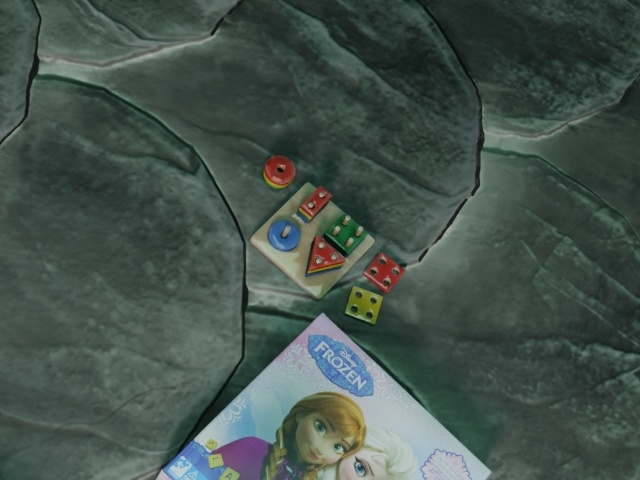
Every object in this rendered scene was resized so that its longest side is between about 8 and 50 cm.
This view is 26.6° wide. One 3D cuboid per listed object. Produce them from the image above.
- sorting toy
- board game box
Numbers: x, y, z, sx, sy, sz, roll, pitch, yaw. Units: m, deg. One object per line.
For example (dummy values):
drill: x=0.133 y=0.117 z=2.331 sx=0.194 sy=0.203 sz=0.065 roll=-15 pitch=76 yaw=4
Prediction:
sorting toy: x=0.000 y=0.000 z=1.931 sx=0.274 sy=0.046 sz=0.132 roll=42 pitch=63 yaw=6
board game box: x=0.008 y=0.310 z=1.779 sx=0.319 sy=0.066 sz=0.318 roll=43 pitch=62 yaw=6
